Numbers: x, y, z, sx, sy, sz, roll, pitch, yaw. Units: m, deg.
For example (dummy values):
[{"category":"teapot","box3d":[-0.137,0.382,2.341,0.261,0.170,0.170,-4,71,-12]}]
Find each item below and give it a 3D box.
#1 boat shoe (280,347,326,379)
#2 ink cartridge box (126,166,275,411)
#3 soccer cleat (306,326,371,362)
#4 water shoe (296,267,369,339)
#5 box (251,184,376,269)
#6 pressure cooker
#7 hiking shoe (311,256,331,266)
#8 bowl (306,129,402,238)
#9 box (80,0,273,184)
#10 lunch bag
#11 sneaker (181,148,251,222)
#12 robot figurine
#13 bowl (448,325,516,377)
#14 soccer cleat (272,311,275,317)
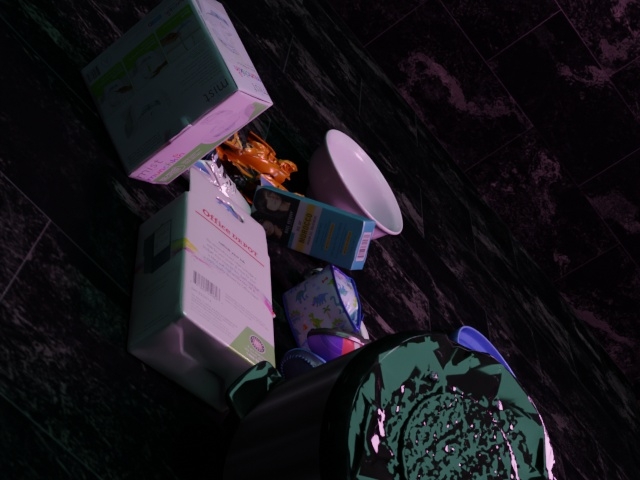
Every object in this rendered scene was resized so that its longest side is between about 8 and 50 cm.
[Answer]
[{"category":"boat shoe","box3d":[0.015,0.302,1.634,0.258,0.109,0.089,53,24,-2]},{"category":"ink cartridge box","box3d":[-0.185,0.069,1.513,0.207,0.119,0.353,41,26,-33]},{"category":"soccer cleat","box3d":[0.064,0.261,1.741,0.318,0.108,0.116,51,46,-49]},{"category":"water shoe","box3d":[0.019,0.154,1.934,0.080,0.073,0.203,-18,70,-46]},{"category":"box","box3d":[-0.022,-0.027,1.853,0.244,0.101,0.060,19,8,24]},{"category":"pressure cooker","box3d":[0.060,0.343,1.279,0.375,0.420,0.370,14,63,-31]},{"category":"hiking shoe","box3d":[0.000,0.000,2.066,0.114,0.086,0.227,57,20,12]},{"category":"bowl","box3d":[0.059,-0.110,2.289,0.298,0.134,0.298,45,24,-27]},{"category":"box","box3d":[-0.254,-0.266,1.654,0.231,0.262,0.127,62,21,17]},{"category":"lunch bag","box3d":[0.009,0.144,1.817,0.096,0.129,0.151,38,27,-39]},{"category":"sneaker","box3d":[-0.205,-0.121,1.796,0.237,0.086,0.085,45,22,-30]},{"category":"robot figurine","box3d":[-0.156,-0.166,1.968,0.291,0.085,0.211,36,28,-43]},{"category":"bowl","box3d":[0.435,0.407,2.436,0.391,0.077,0.391,45,23,-26]},{"category":"soccer cleat","box3d":[-0.110,0.139,1.707,0.083,0.029,0.036,18,51,-54]}]
